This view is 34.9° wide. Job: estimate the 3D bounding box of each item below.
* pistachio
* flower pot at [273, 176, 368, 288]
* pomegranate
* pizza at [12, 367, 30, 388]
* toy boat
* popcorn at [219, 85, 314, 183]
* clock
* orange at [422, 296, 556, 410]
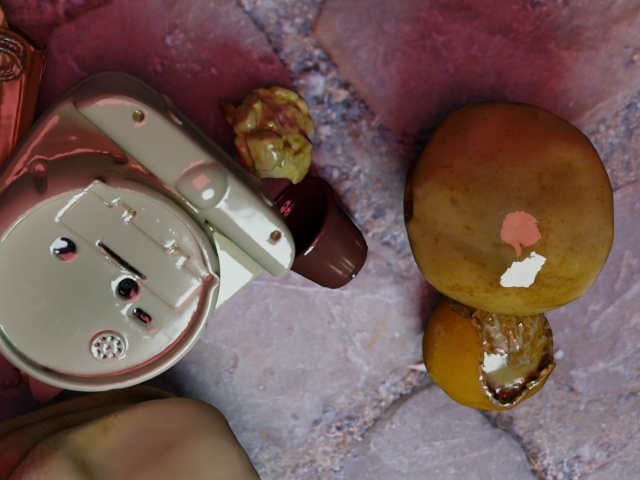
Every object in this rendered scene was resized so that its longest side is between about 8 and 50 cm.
[{"bbox_3d":[-0.218,0.327,1.054,0.445,0.281,0.365,27,80,-50],"label":"pistachio"},{"bbox_3d":[0.000,0.000,1.095,0.111,0.111,0.089,-47,125,10],"label":"flower pot"},{"bbox_3d":[0.188,-0.029,1.052,0.233,0.233,0.233,-3,112,-8],"label":"pomegranate"},{"bbox_3d":[-0.227,0.070,1.097,0.147,0.069,0.226,20,106,-25],"label":"pizza"},{"bbox_3d":[-0.346,-0.095,0.998,0.115,0.089,0.310,9,109,-22],"label":"toy boat"},{"bbox_3d":[-0.052,-0.107,1.051,0.109,0.089,0.096,34,62,-35],"label":"popcorn"},{"bbox_3d":[-0.209,0.025,0.982,0.324,0.108,0.265,-46,119,7],"label":"clock"},{"bbox_3d":[0.194,0.124,1.156,0.157,0.134,0.156,-7,124,-10],"label":"orange"}]
